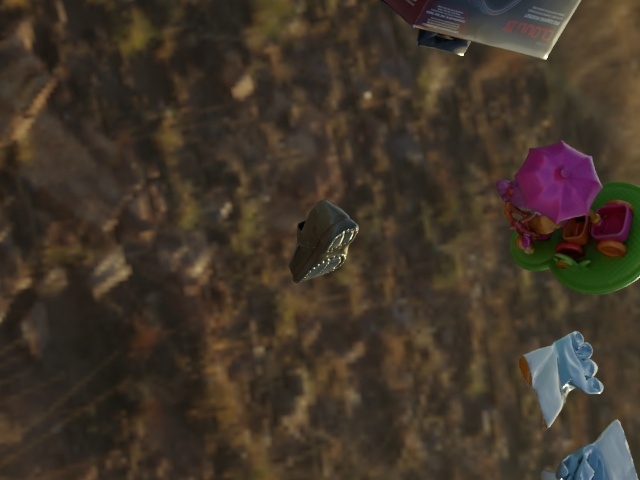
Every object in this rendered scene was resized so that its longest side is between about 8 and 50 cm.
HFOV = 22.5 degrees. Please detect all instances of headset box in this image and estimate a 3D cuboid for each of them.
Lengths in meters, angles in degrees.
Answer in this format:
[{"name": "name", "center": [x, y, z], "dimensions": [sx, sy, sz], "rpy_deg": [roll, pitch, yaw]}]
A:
[{"name": "headset box", "center": [0.183, -0.314, 1.570], "dimensions": [0.218, 0.293, 0.110], "rpy_deg": [6, 31, -46]}]

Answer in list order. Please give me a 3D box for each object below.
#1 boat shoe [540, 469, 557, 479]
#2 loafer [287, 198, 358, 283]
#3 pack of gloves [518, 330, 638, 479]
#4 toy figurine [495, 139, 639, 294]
[{"name": "boat shoe", "center": [0.380, 0.373, 2.210], "dimensions": [0.065, 0.183, 0.083], "rpy_deg": [-179, -74, -75]}, {"name": "loafer", "center": [0.000, 0.000, 1.712], "dimensions": [0.056, 0.148, 0.050], "rpy_deg": [-18, 73, -28]}, {"name": "pack of gloves", "center": [0.270, 0.205, 1.753], "dimensions": [0.232, 0.046, 0.195], "rpy_deg": [-12, 85, -63]}, {"name": "toy figurine", "center": [0.235, -0.037, 1.608], "dimensions": [0.159, 0.173, 0.130], "rpy_deg": [41, 56, -46]}]
